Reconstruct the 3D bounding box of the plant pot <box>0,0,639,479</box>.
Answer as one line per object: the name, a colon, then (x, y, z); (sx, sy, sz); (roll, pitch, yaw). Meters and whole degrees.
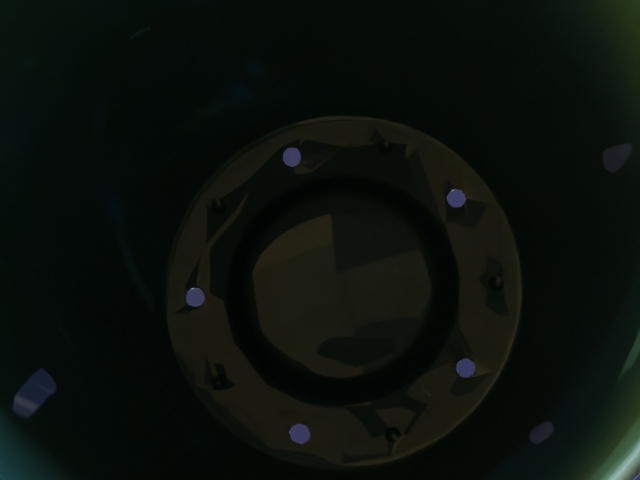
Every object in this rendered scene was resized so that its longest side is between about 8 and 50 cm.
plant pot: (0.000, 0.000, 0.528); (0.293, 0.235, 0.293); (-1, -103, 6)
